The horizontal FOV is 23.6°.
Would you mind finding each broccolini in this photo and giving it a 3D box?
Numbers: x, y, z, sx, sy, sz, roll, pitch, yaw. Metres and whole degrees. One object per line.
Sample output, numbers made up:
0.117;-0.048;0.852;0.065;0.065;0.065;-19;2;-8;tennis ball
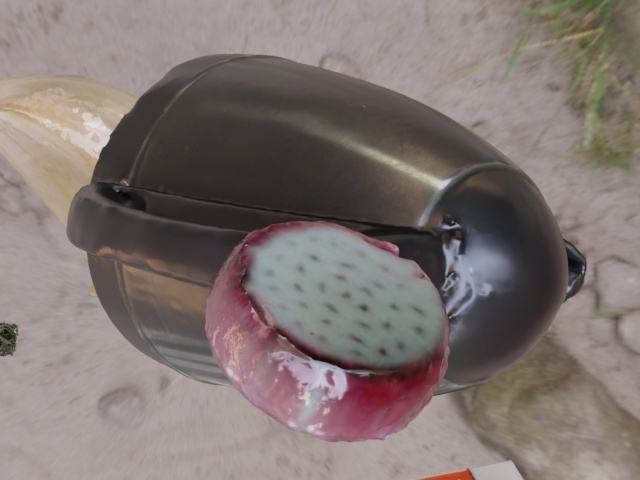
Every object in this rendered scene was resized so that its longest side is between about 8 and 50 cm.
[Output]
-0.281;0.078;1.283;0.035;0.140;0.030;10;83;1;broccolini

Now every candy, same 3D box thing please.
0.004;0.035;0.628;0.103;0.103;0.043;22;128;-3;candy

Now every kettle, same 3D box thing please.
0.012;-0.008;0.863;0.251;0.271;0.207;47;67;-40;kettle

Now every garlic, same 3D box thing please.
-0.202;-0.060;1.346;0.164;0.145;0.245;-40;112;8;garlic

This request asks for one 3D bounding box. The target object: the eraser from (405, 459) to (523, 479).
0.105;0.266;1.245;0.230;0.038;0.157;-4;52;-38;eraser
